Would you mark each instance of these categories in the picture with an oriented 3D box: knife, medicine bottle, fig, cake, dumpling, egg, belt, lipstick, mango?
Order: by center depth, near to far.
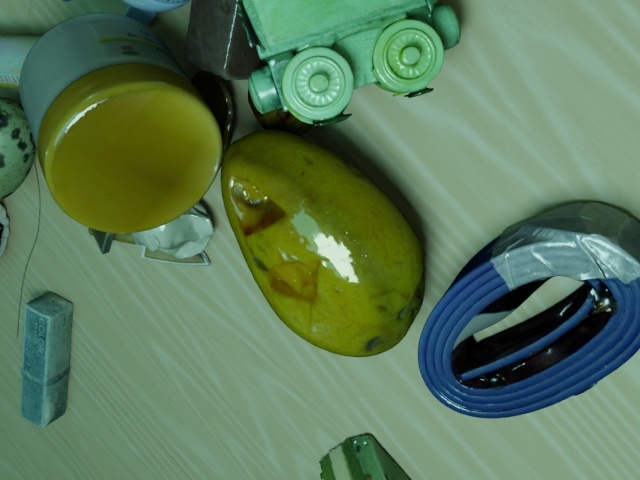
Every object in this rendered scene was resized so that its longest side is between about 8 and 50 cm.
[{"bbox_3d":[0.281,0.097,1.029,0.212,0.117,0.347,49,126,1],"label":"belt"},{"bbox_3d":[-0.030,-0.215,1.082,0.155,0.103,0.109,-36,128,24],"label":"fig"},{"bbox_3d":[0.000,0.000,1.090,0.365,0.182,0.253,53,136,-4],"label":"mango"},{"bbox_3d":[-0.284,-0.168,1.095,0.232,0.238,0.237,57,134,42],"label":"medicine bottle"},{"bbox_3d":[-0.263,-0.025,1.286,0.188,0.108,0.127,15,126,9],"label":"dumpling"},{"bbox_3d":[0.123,0.476,1.314,0.158,0.172,0.283,-38,56,28],"label":"cake"},{"bbox_3d":[-0.539,-0.304,1.325,0.426,0.108,0.108,8,114,24],"label":"medicine bottle"},{"bbox_3d":[-0.303,0.010,1.368,0.256,0.022,0.046,11,94,21],"label":"knife"},{"bbox_3d":[-0.594,-0.162,1.368,0.228,0.177,0.177,-39,89,23],"label":"egg"},{"bbox_3d":[-0.557,0.243,1.575,0.078,0.076,0.289,24,120,20],"label":"lipstick"}]

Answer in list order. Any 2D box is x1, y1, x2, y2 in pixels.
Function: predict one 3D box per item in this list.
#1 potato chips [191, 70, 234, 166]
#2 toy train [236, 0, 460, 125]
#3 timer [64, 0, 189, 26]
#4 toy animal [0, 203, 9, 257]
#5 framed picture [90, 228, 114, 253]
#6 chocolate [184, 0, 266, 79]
[{"bbox_3d":[-0.183,-0.167,1.210,0.150,0.049,0.201,45,128,28],"label":"potato chips"},{"bbox_3d":[0.032,-0.252,0.959,0.272,0.159,0.188,-19,101,2],"label":"toy train"},{"bbox_3d":[-0.257,-0.402,1.118,0.255,0.175,0.175,9,118,58],"label":"timer"},{"bbox_3d":[-0.719,-0.034,1.502,0.204,0.156,0.208,22,129,21],"label":"toy animal"},{"bbox_3d":[-0.381,-0.082,1.313,0.150,0.015,0.203,60,149,15],"label":"framed picture"},{"bbox_3d":[-0.105,-0.368,1.049,0.112,0.112,0.321,26,120,20],"label":"chocolate"}]
